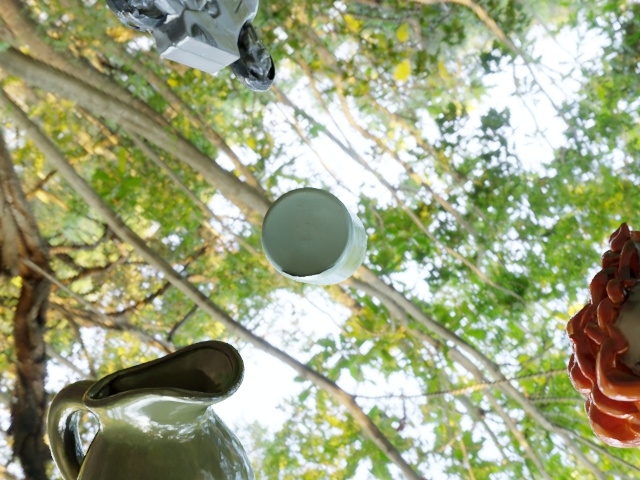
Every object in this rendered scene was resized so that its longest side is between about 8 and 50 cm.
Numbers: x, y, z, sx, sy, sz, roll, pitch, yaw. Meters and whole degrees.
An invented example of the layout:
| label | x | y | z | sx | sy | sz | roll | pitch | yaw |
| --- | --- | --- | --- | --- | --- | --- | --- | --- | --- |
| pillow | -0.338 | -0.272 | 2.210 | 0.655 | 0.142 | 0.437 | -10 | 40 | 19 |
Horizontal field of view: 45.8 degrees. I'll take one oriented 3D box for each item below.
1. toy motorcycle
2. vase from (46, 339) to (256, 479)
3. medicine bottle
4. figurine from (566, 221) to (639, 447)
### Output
| label | x | y | z | sx | sy | sz | roll | pitch | yaw |
| --- | --- | --- | --- | --- | --- | --- | --- | --- | --- |
| toy motorcycle | -0.125 | -0.238 | 0.736 | 0.073 | 0.225 | 0.152 | -23 | -113 | 30 |
| vase | -0.247 | 0.288 | 1.020 | 0.329 | 0.302 | 0.241 | 5 | -162 | 28 |
| medicine bottle | 0.000 | 0.000 | 0.403 | 0.047 | 0.047 | 0.083 | -40 | 169 | 5 |
| figurine | 0.442 | 0.059 | 0.875 | 0.241 | 0.412 | 0.306 | 11 | -131 | 0 |
